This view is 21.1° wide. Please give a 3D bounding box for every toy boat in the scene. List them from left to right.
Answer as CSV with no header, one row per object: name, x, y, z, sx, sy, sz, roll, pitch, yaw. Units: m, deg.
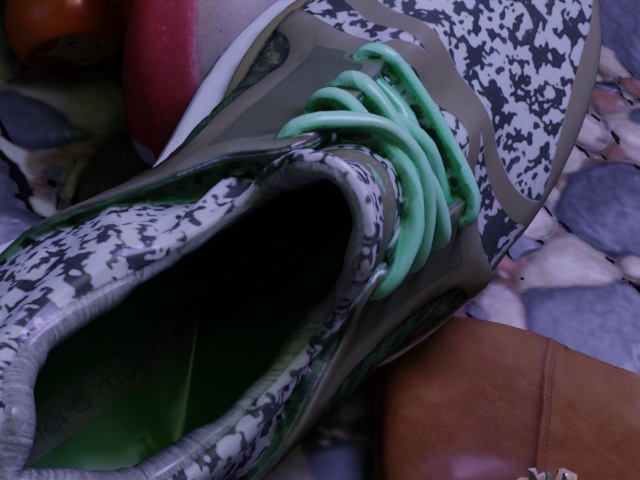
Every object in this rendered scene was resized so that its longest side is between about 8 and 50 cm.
toy boat,-0.081,-0.117,0.839,0.151,0.151,0.231,-14,45,4

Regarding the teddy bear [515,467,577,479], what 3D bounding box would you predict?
teddy bear,0.128,0.217,0.501,0.338,0.245,0.113,26,6,4

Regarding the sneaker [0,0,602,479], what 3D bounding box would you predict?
sneaker,0.000,0.000,0.629,0.410,0.182,0.158,-43,101,-29

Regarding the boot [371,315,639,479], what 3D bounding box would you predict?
boot,0.130,0.161,0.681,0.264,0.096,0.280,14,34,1
